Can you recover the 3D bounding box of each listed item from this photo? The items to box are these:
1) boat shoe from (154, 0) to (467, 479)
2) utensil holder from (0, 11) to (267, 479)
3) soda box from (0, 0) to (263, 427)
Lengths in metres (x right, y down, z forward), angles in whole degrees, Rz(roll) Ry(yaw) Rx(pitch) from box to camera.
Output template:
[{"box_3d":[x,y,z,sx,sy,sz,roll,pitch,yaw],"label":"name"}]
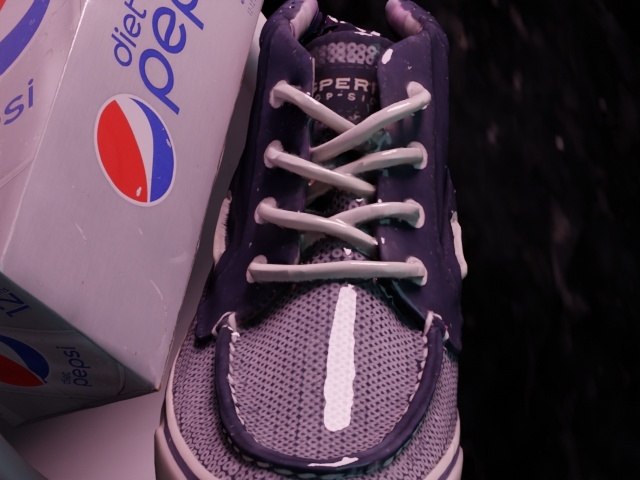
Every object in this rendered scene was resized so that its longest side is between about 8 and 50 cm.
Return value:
[{"box_3d":[0.000,0.000,0.831,0.340,0.127,0.158,-92,-175,-69],"label":"boat shoe"},{"box_3d":[-0.226,0.035,1.061,0.327,0.385,0.327,24,58,-46],"label":"utensil holder"},{"box_3d":[-0.100,-0.069,0.868,0.098,0.091,0.286,41,47,-36],"label":"soda box"}]
